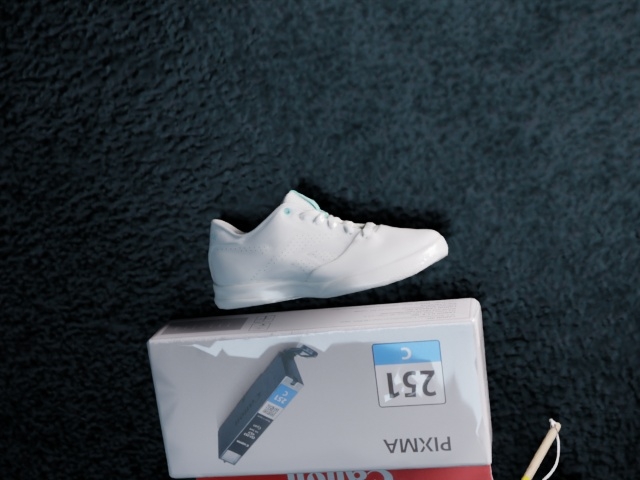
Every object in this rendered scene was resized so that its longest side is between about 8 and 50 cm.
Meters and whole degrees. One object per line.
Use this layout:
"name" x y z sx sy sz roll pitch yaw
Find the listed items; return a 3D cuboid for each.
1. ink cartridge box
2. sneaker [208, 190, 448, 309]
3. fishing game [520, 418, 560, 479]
"ink cartridge box" 0.009 0.193 0.932 0.296 0.066 0.261 -5 104 11
"sneaker" 0.000 0.000 0.875 0.212 0.080 0.094 -9 93 14
"fishing game" 0.211 0.308 0.877 0.041 0.189 0.264 -12 109 34
